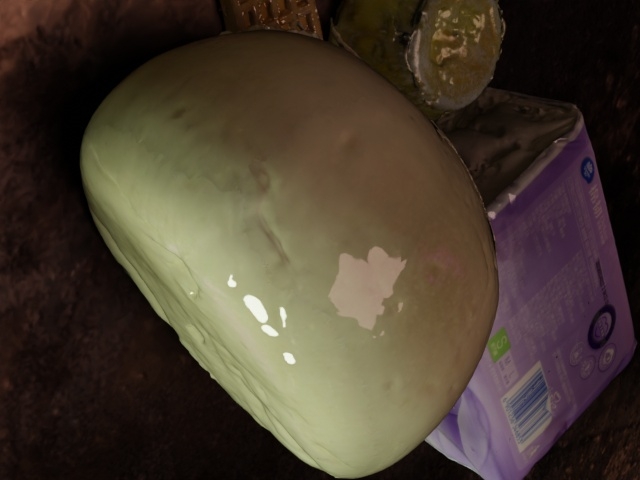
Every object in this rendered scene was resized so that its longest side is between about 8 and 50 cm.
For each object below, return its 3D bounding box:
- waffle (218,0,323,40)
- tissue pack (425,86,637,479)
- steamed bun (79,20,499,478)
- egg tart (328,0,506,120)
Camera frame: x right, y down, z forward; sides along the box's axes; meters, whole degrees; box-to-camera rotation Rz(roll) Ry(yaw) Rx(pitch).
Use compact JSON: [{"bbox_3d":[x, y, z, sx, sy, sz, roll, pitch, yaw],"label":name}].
[{"bbox_3d":[-0.042,-0.189,0.869,0.092,0.021,0.135,-33,127,-29],"label":"waffle"},{"bbox_3d":[0.173,0.047,1.070,0.242,0.160,0.338,-42,130,-22],"label":"tissue pack"},{"bbox_3d":[0.000,0.000,0.789,0.233,0.312,0.334,-41,139,-16],"label":"steamed bun"},{"bbox_3d":[0.100,-0.187,0.958,0.197,0.078,0.197,-18,118,-38],"label":"egg tart"}]
